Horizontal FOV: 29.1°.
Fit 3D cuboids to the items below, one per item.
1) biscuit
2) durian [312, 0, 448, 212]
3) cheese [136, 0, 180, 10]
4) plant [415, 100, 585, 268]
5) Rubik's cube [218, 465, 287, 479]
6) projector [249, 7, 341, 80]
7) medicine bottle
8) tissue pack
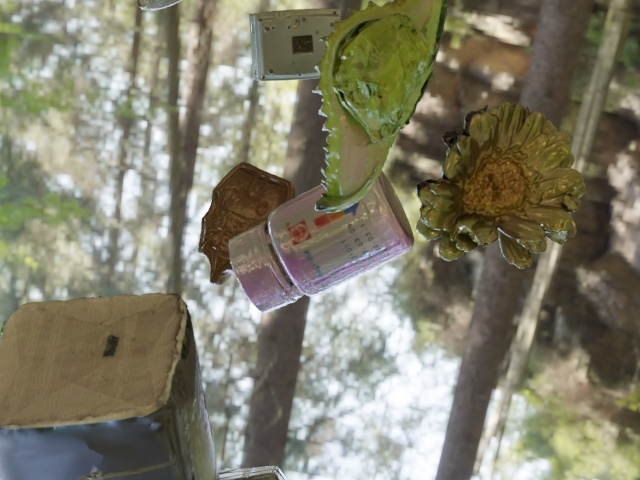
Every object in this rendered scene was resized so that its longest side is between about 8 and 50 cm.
[{"bbox_3d":[-0.137,-0.021,2.099,0.182,0.215,0.034,25,178,38],"label":"biscuit"},{"bbox_3d":[0.069,-0.208,1.480,0.132,0.375,0.106,24,-179,37],"label":"durian"},{"bbox_3d":[-0.265,-0.495,2.382,0.192,0.097,0.037,-20,-117,-40],"label":"cheese"},{"bbox_3d":[0.294,-0.108,2.116,0.305,0.261,0.297,-7,-166,-8],"label":"plant"},{"bbox_3d":[-0.137,0.519,2.036,0.319,0.319,0.264,12,-154,6],"label":"Rubik's cube"},{"bbox_3d":[-0.038,-0.323,2.028,0.147,0.115,0.061,-6,-170,-15],"label":"projector"},{"bbox_3d":[0.000,0.000,1.842,0.254,0.152,0.152,-27,-163,13],"label":"medicine bottle"},{"bbox_3d":[-0.261,0.305,1.570,0.253,0.417,0.264,-6,-148,3],"label":"tissue pack"}]
